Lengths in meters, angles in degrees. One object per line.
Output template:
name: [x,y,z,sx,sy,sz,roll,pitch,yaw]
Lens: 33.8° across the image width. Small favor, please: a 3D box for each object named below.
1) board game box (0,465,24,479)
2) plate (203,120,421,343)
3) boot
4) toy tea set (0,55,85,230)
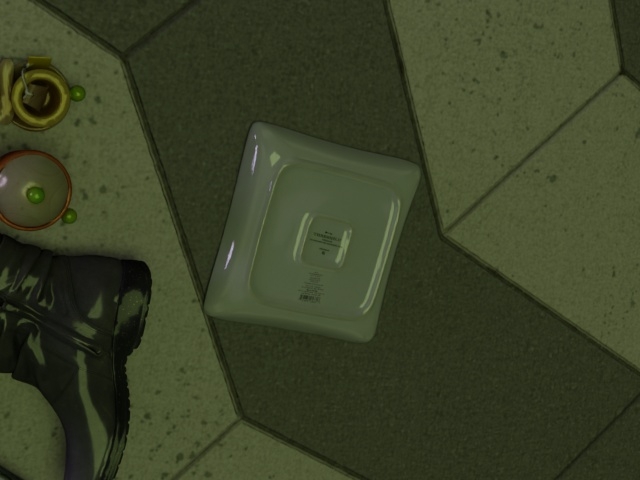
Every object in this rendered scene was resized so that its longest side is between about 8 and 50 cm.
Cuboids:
board game box: [-0.529,0.306,1.278,0.305,0.053,0.193,42,83,-27]
plate: [0.000,0.000,1.467,0.277,0.045,0.278,13,97,-28]
boot: [-0.350,0.167,1.312,0.222,0.118,0.338,9,87,-24]
toy tea set: [-0.427,-0.107,1.190,0.336,0.124,0.200,-4,104,-25]
